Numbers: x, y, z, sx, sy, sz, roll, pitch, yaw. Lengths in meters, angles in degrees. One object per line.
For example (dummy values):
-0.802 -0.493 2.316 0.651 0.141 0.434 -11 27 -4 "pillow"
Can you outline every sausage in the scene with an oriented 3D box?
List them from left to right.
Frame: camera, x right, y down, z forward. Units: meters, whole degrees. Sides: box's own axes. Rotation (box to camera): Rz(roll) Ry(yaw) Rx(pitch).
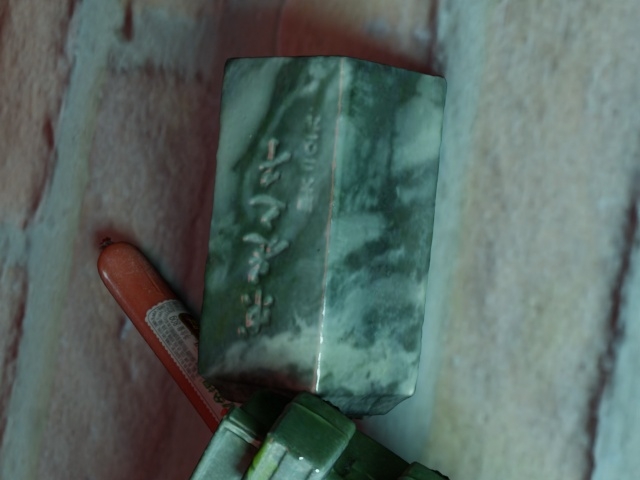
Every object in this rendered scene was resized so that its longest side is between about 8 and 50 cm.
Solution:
-0.063 0.081 0.945 0.253 0.034 0.034 49 116 31 "sausage"

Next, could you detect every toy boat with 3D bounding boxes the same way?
-0.037 0.214 0.851 0.141 0.092 0.319 32 124 6 "toy boat"

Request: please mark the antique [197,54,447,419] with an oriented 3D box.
0.000 0.000 0.866 0.088 0.086 0.183 4 88 41 "antique"
